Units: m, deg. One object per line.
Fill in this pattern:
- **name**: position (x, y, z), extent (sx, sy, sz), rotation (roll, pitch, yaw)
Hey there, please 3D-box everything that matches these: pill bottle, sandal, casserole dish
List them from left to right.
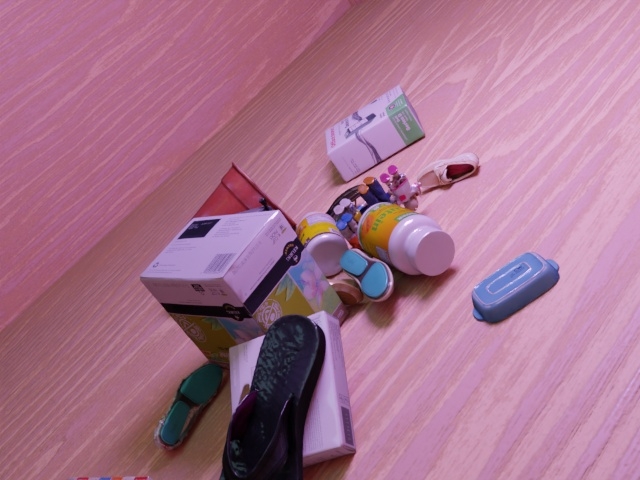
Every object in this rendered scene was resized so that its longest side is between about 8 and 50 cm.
- **sandal**: position (-0.107, 0.340, 1.324), extent (0.167, 0.107, 0.446), rotation (-4, 63, 30)
- **pill bottle**: position (0.000, 0.000, 1.933), extent (0.117, 0.117, 0.215), rotation (-34, 25, 5)
- **sandal**: position (0.055, -0.072, 2.068), extent (0.219, 0.060, 0.090), rotation (-48, 18, 9)
- **pill bottle**: position (0.195, 0.000, 1.661), extent (0.136, 0.136, 0.245), rotation (-41, 25, -10)
- **casserole dish**: position (0.369, 0.084, 1.413), extent (0.188, 0.037, 0.114), rotation (-34, 26, 3)

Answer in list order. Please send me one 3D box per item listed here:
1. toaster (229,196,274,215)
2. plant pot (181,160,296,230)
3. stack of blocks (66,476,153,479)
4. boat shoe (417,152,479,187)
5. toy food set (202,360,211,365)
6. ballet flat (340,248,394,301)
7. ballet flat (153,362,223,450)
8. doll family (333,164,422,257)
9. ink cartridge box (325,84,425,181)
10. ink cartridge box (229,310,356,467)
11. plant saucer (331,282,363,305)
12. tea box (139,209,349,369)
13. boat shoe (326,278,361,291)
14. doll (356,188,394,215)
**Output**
- **toaster**: position (-0.191, 0.002, 2.032), extent (0.146, 0.227, 0.129), rotation (-11, 19, 18)
- **plant pot**: position (-0.260, -0.051, 2.213), extent (0.265, 0.272, 0.272), rotation (-45, 25, 0)
- **stack of blocks**: position (-0.469, 0.595, 1.540), extent (0.297, 0.087, 0.171), rotation (-16, 32, 37)
- **boat shoe**: position (0.324, -0.174, 1.884), extent (0.170, 0.063, 0.059), rotation (-23, 22, 25)
- **toy food set**: position (-0.284, 0.334, 1.839), extent (0.077, 0.019, 0.122), rotation (-4, 48, 50)
- **ballet flat**: position (0.124, 0.084, 1.673), extent (0.086, 0.086, 0.248), rotation (-37, 28, -2)
- **ballet flat**: position (-0.318, 0.387, 1.721), extent (0.241, 0.091, 0.077), rotation (-53, 7, -38)
- **doll family**: position (0.134, -0.068, 1.833), extent (0.263, 0.163, 0.118), rotation (-46, 36, -8)
- **ink cartridge box**: position (0.163, -0.336, 2.298), extent (0.289, 0.122, 0.211), rotation (-30, 25, 14)
- **ink cartridge box**: position (-0.062, 0.303, 1.426), extent (0.238, 0.060, 0.275), rotation (-24, 54, 25)
- **plant saucer**: position (0.057, 0.127, 1.684), extent (0.083, 0.083, 0.015), rotation (-12, 45, 41)
- **tea box**: position (-0.173, 0.125, 1.681), extent (0.328, 0.324, 0.220), rotation (-3, 41, 47)
- **boat shoe**: position (0.009, 0.119, 1.767), extent (0.189, 0.072, 0.068), rotation (-18, 31, 34)
- **doll**: position (0.126, -0.070, 1.977), extent (0.189, 0.046, 0.129), rotation (-33, 34, 22)
